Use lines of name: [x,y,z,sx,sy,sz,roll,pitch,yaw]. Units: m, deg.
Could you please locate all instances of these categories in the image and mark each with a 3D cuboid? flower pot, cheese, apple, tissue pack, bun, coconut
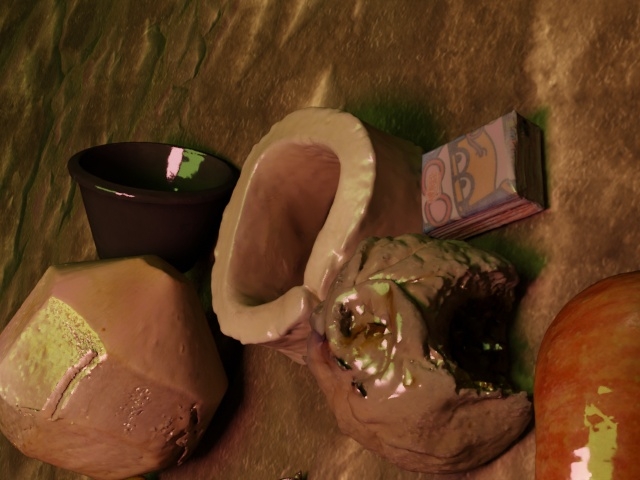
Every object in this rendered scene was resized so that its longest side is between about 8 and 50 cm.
flower pot: [-0.266,-0.044,1.923,0.269,0.269,0.166,40,128,51]
cheese: [0.000,0.000,1.613,0.292,0.153,0.332,12,85,53]
apple: [0.311,0.179,1.063,0.250,0.277,0.309,2,91,10]
tissue pack: [0.195,-0.074,1.480,0.155,0.065,0.116,-24,54,44]
bun: [0.097,0.124,1.394,0.281,0.204,0.282,-27,54,44]
coconut: [-0.296,0.178,1.769,0.352,0.352,0.353,-25,55,43]

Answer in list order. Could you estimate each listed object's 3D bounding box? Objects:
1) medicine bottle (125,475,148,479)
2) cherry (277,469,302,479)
medicine bottle: [-0.345,0.442,1.911,0.260,0.064,0.095,-31,59,40]
cherry: [-0.106,0.390,1.626,0.225,0.090,0.107,-33,38,27]
